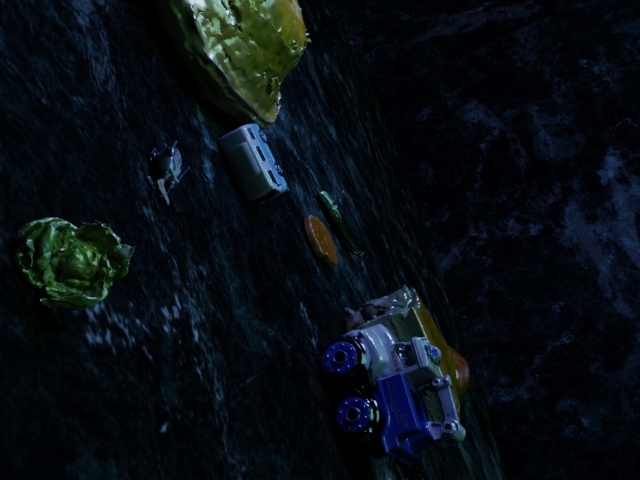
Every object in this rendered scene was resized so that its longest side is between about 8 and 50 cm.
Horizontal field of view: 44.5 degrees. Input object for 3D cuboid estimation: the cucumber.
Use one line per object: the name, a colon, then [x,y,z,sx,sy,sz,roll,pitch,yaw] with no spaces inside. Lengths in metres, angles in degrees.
cucumber: [0.041,-0.033,1.687,0.184,0.033,0.036,59,40,-28]

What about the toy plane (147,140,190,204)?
toy plane: [-0.179,-0.083,0.920,0.121,0.031,0.049,-89,161,-67]

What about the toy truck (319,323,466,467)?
toy truck: [0.113,0.231,1.207,0.161,0.177,0.213,45,26,-55]

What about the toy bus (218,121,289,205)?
toy bus: [-0.104,-0.115,1.201,0.123,0.060,0.075,64,18,-2]

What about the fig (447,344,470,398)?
fig: [0.234,0.297,1.676,0.202,0.148,0.149,118,-5,-58]

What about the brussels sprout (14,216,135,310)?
brussels sprout: [-0.201,0.015,0.620,0.085,0.058,0.085,13,70,-40]

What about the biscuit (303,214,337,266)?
biscuit: [0.000,0.000,1.494,0.130,0.019,0.102,30,39,-68]

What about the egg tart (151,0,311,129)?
egg tart: [-0.140,-0.396,1.278,0.443,0.178,0.443,-22,90,-78]

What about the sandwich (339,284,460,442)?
sandwich: [0.136,0.218,1.376,0.198,0.155,0.227,57,16,-28]
